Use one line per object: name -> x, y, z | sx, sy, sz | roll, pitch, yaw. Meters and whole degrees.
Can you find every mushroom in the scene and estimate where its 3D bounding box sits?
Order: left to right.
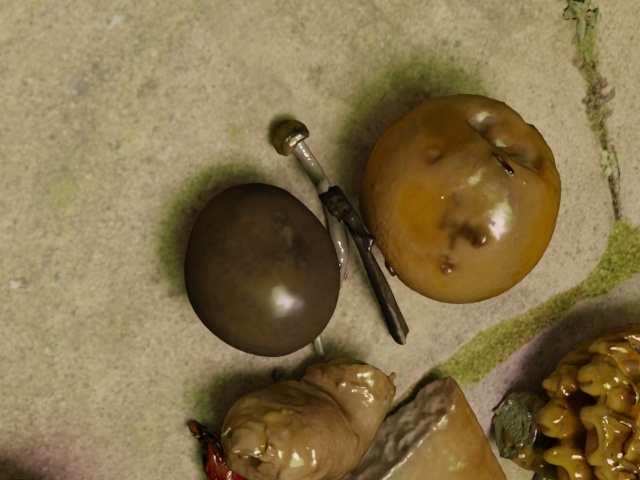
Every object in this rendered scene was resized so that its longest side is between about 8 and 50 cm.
mushroom -> -0.001, -0.002, 1.327 | 0.068, 0.043, 0.306 | -14, 120, -3

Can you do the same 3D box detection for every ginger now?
ginger -> -0.018, 0.219, 1.343 | 0.267, 0.138, 0.152 | -26, 128, -48

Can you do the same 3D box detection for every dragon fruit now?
dragon fruit -> -0.105, 0.297, 1.368 | 0.094, 0.094, 0.190 | -42, 116, -7

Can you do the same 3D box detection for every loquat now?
loquat -> 0.151, -0.042, 1.289 | 0.243, 0.244, 0.244 | -11, 116, -25

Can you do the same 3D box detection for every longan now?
longan -> -0.062, 0.031, 1.232 | 0.167, 0.167, 0.187 | -12, 97, -24

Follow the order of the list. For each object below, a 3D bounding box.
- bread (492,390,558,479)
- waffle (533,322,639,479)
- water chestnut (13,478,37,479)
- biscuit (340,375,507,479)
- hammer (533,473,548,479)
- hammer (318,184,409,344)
bread -> 0.352, 0.291, 1.616 | 0.269, 0.098, 0.087 | 26, 138, -35
waffle -> 0.435, 0.242, 1.544 | 0.324, 0.151, 0.261 | -6, 88, -44
water chestnut -> -0.297, 0.437, 1.196 | 0.335, 0.335, 0.347 | -18, 151, -21
biscuit -> 0.086, 0.460, 1.528 | 0.429, 0.104, 0.446 | -35, 122, -13
hammer -> 0.355, 0.348, 1.686 | 0.110, 0.019, 0.036 | 20, 100, -39
hammer -> 0.062, 0.042, 1.320 | 0.027, 0.125, 0.297 | -32, 142, -3
